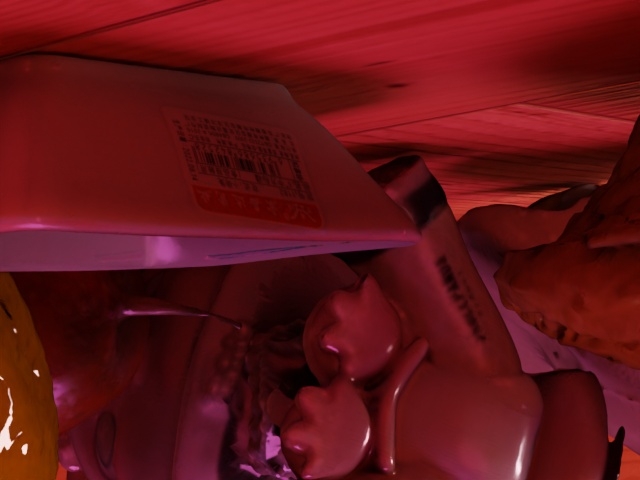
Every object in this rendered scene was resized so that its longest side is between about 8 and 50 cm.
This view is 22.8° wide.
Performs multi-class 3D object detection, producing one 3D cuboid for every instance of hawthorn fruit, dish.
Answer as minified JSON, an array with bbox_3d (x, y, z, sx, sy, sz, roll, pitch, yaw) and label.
[{"bbox_3d":[-0.154,0.030,0.827,0.189,0.149,0.149,-36,157,33],"label":"hawthorn fruit"},{"bbox_3d":[-0.066,-0.024,0.602,0.154,0.064,0.234,-8,173,42],"label":"dish"}]

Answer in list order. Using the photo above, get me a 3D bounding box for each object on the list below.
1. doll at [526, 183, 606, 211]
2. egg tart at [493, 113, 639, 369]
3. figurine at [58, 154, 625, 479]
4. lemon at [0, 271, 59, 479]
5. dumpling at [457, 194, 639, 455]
[{"bbox_3d":[0.180,-0.008,1.039,0.169,0.057,0.109,-11,170,42],"label":"doll"},{"bbox_3d":[0.224,-0.013,0.592,0.341,0.129,0.341,-3,177,0],"label":"egg tart"},{"bbox_3d":[-0.026,0.108,0.921,0.211,0.253,0.361,40,157,-25],"label":"figurine"},{"bbox_3d":[-0.217,0.075,0.676,0.204,0.260,0.204,-17,-151,10],"label":"lemon"},{"bbox_3d":[0.259,0.077,0.936,0.395,0.233,0.315,7,149,2],"label":"dumpling"}]
